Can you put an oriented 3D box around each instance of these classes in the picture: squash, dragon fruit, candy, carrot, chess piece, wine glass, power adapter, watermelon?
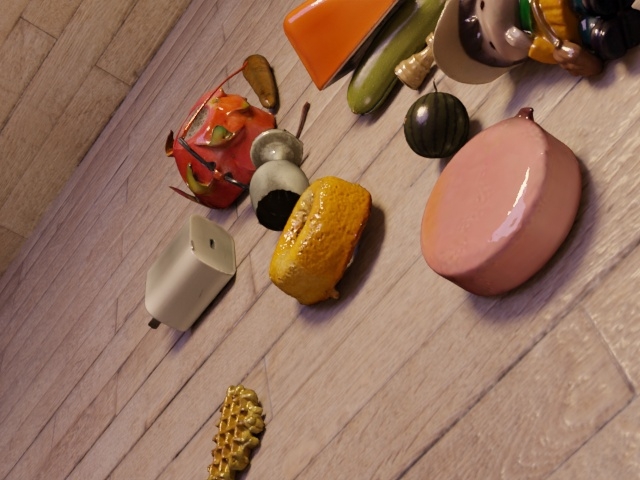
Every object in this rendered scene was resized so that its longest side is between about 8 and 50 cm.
[{"bbox_3d":[0.157,-0.386,1.863,0.341,0.094,0.094,-54,25,15],"label":"squash"},{"bbox_3d":[-0.248,-0.227,2.327,0.290,0.189,0.291,-44,29,33],"label":"dragon fruit"},{"bbox_3d":[0.244,-0.052,1.324,0.255,0.094,0.255,-43,30,32],"label":"candy"},{"bbox_3d":[-0.145,-0.386,2.456,0.078,0.078,0.298,-51,29,19],"label":"carrot"},{"bbox_3d":[0.211,-0.351,1.764,0.172,0.060,0.060,-44,29,26],"label":"chess piece"},{"bbox_3d":[-0.085,-0.122,1.988,0.126,0.126,0.241,-48,24,24],"label":"wine glass"},{"bbox_3d":[-0.308,0.093,2.177,0.255,0.124,0.187,-50,25,22],"label":"power adapter"},{"bbox_3d":[0.187,-0.197,1.569,0.105,0.105,0.133,-13,72,58],"label":"watermelon"}]

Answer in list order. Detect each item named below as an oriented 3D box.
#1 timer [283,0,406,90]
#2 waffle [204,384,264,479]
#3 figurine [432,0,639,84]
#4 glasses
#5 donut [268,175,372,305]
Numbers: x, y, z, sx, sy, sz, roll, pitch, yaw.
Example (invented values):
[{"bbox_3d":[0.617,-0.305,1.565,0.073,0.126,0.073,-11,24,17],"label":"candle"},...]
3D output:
[{"bbox_3d":[0.082,-0.446,1.935,0.250,0.161,0.257,-30,8,25],"label":"timer"},{"bbox_3d":[-0.161,0.350,1.711,0.192,0.046,0.160,-62,27,-5],"label":"waffle"},{"bbox_3d":[0.325,-0.336,1.427,0.332,0.185,0.204,5,33,44],"label":"figurine"},{"bbox_3d":[-0.161,-0.249,2.146,0.268,0.234,0.118,-59,9,-6],"label":"glasses"},{"bbox_3d":[0.000,0.000,1.723,0.253,0.118,0.253,-61,12,22],"label":"donut"}]
